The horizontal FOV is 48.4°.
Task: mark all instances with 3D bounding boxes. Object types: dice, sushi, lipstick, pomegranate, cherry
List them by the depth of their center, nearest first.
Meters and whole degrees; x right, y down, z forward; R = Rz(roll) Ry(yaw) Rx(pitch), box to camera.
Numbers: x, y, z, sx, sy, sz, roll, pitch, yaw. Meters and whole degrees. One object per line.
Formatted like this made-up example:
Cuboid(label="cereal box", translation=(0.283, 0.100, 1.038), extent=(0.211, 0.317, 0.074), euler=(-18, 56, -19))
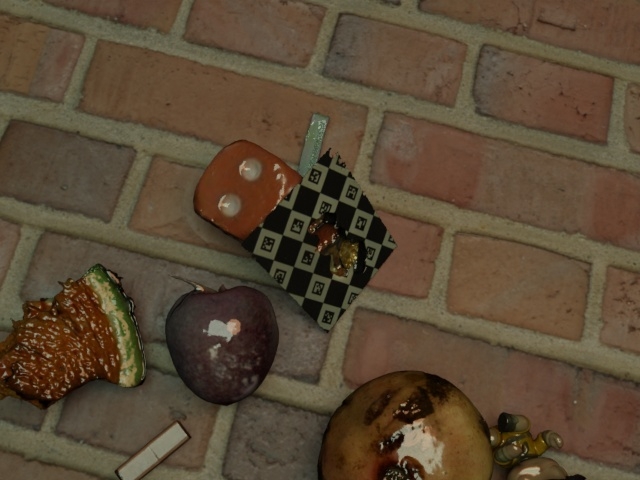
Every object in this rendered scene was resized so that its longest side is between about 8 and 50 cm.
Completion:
Cuboid(label="pomegranate", translation=(0.151, 0.390, 1.263), extent=(0.323, 0.322, 0.321), euler=(1, 76, -3))
Cuboid(label="cherry", translation=(-0.185, 0.182, 1.351), extent=(0.214, 0.183, 0.265), euler=(-8, 92, 4))
Cuboid(label="lipstick", translation=(-0.318, 0.407, 1.356), extent=(0.145, 0.045, 0.045), euler=(-39, 79, -10))
Cuboid(label="sushi", translation=(0.000, 0.000, 1.398), extent=(0.264, 0.050, 0.290), euler=(-50, 126, -17))
Cuboid(label="dice", translation=(-0.134, -0.081, 1.405), extent=(0.175, 0.174, 0.179), euler=(35, 85, 16))

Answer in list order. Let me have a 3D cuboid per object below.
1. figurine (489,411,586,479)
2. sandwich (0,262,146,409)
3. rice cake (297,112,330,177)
Cuboid(label="figurine", translation=(0.396, 0.451, 1.323), extent=(0.193, 0.167, 0.256), euler=(-20, 55, 0))
Cuboid(label="sandwich", translation=(-0.489, 0.209, 1.340), extent=(0.301, 0.162, 0.250), euler=(-26, 91, -39))
Cuboid(label="rice cake", translation=(-0.021, -0.178, 1.521), extent=(0.043, 0.034, 0.210), euler=(13, 76, -1))
